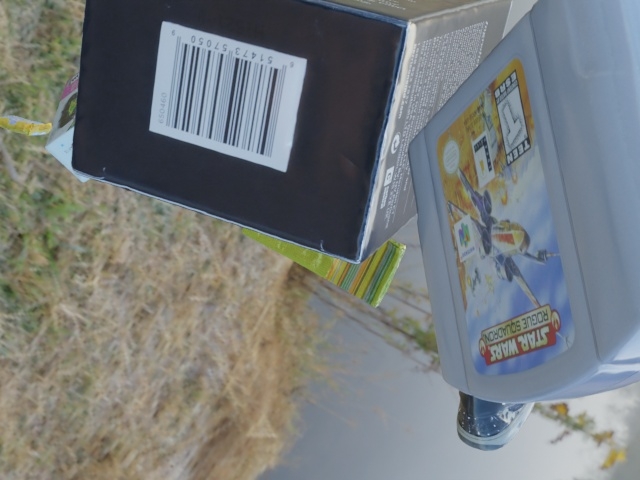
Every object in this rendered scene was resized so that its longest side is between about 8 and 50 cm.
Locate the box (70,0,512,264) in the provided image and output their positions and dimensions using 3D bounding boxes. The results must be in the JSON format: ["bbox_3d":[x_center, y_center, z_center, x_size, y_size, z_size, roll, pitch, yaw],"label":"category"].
[{"bbox_3d":[-0.009,-0.166,0.979,0.395,0.294,0.211,-36,140,-61],"label":"box"}]

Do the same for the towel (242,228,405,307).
[{"bbox_3d":[0.000,0.000,1.406,0.102,0.237,0.021,-67,164,18],"label":"towel"}]

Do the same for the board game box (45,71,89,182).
[{"bbox_3d":[-0.287,-0.256,1.572,0.303,0.224,0.097,-30,125,19],"label":"board game box"}]

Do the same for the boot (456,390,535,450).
[{"bbox_3d":[0.208,0.086,1.042,0.236,0.085,0.178,-52,141,-32],"label":"boot"}]

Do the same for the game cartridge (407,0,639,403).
[{"bbox_3d":[0.124,-0.007,0.562,0.297,0.062,0.198,131,-43,-71],"label":"game cartridge"}]

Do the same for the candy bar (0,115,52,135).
[{"bbox_3d":[-0.405,-0.157,1.318,0.040,0.161,0.018,-7,104,-32],"label":"candy bar"}]
